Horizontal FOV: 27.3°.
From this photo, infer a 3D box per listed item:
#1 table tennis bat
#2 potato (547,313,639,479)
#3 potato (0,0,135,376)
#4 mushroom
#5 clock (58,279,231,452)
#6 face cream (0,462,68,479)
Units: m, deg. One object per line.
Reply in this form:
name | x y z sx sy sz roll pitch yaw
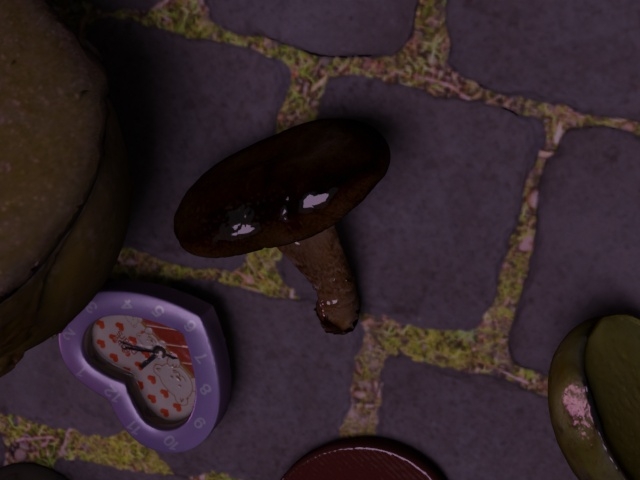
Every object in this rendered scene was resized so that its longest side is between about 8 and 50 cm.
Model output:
table tennis bat | 0.017 0.334 1.421 0.200 0.038 0.310 44 117 -2
potato | 0.295 0.199 1.225 0.271 0.160 0.111 52 141 -7
potato | -0.393 -0.063 1.275 0.442 0.319 0.385 34 75 10
mushroom | 0.000 0.000 1.263 0.227 0.148 0.217 -15 124 33
clock | -0.168 0.116 1.382 0.198 0.064 0.172 46 117 -3
face cream | -0.361 0.367 1.473 0.175 0.195 0.175 6 111 16
